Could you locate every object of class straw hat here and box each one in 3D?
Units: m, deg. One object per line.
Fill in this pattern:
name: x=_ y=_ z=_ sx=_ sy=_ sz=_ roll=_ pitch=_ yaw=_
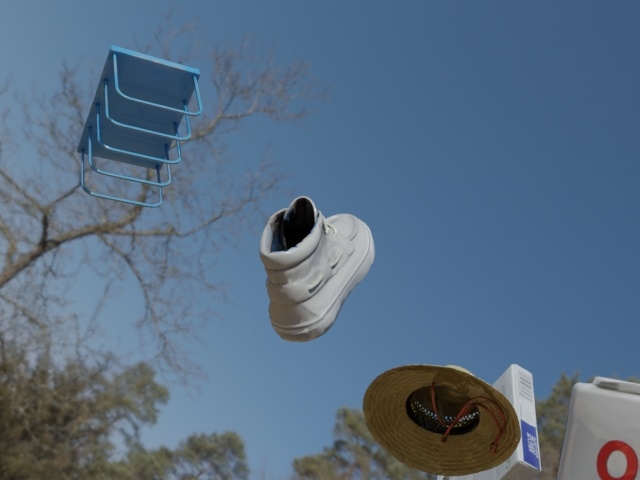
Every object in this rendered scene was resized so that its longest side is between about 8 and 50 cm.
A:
straw hat: x=0.116 y=0.149 z=0.743 sx=0.144 sy=0.061 sz=0.144 roll=11 pitch=-55 yaw=15

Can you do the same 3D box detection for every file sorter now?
file sorter: x=-0.237 y=-0.140 z=1.040 sx=0.170 sy=0.118 sz=0.104 roll=-58 pitch=-148 yaw=36

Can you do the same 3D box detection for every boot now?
boot: x=0.000 y=0.000 z=0.953 sx=0.095 sy=0.258 sz=0.123 roll=-2 pitch=-62 yaw=17

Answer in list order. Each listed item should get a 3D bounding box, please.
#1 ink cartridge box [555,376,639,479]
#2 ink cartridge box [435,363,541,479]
ink cartridge box: x=0.162 y=0.198 z=0.239 sx=0.117 sy=0.278 sz=0.201 roll=16 pitch=-8 yaw=-27
ink cartridge box: x=0.263 y=0.343 z=1.280 sx=0.045 sy=0.223 sz=0.224 roll=30 pitch=-58 yaw=-8
